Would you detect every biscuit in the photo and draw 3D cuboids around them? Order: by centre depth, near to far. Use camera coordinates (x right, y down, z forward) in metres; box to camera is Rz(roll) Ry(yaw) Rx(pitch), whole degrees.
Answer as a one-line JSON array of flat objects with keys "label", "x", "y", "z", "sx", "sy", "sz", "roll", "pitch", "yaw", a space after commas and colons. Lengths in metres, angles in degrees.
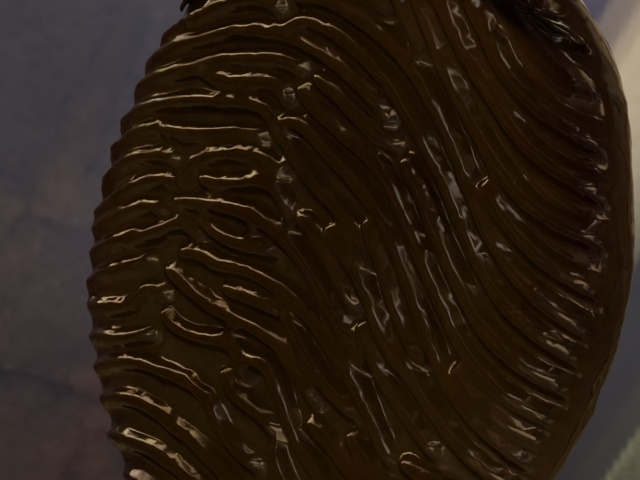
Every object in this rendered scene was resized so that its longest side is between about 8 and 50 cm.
[{"label": "biscuit", "x": 0.000, "y": 0.000, "z": 0.753, "sx": 0.318, "sy": 0.040, "sz": 0.317, "roll": -12, "pitch": -106, "yaw": 45}]
